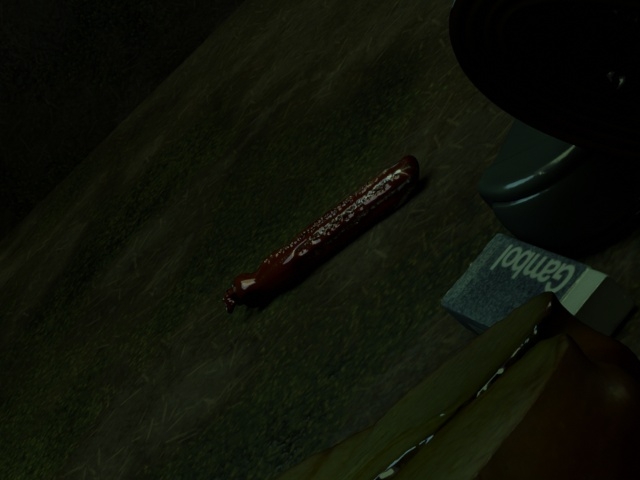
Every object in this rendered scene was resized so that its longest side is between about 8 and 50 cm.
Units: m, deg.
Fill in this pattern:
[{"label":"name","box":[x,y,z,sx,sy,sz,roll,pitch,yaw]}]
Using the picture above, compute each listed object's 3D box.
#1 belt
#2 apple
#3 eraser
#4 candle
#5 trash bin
[{"label":"belt","box":[0.279,-0.175,1.129,0.217,0.338,0.122,93,-166,-49]},{"label":"apple","box":[0.059,0.192,0.913,0.365,0.295,0.329,-42,47,10]},{"label":"eraser","box":[0.186,0.055,1.246,0.092,0.046,0.212,-50,20,-4]},{"label":"candle","box":[0.000,0.000,1.751,0.329,0.048,0.051,-37,63,29]},{"label":"trash bin","box":[0.252,-0.097,1.325,0.177,0.101,0.236,-30,24,45]}]
